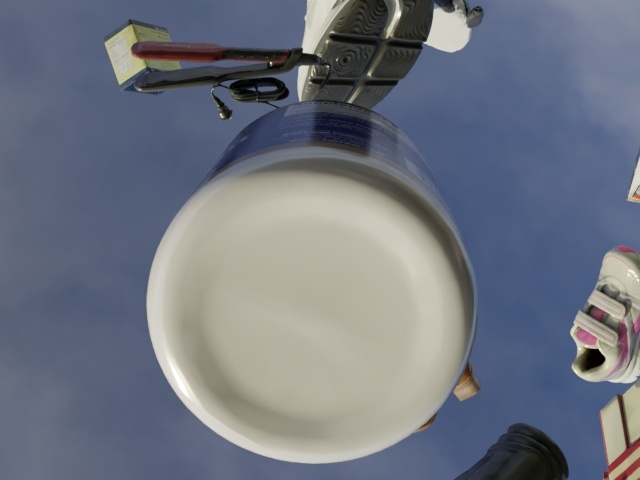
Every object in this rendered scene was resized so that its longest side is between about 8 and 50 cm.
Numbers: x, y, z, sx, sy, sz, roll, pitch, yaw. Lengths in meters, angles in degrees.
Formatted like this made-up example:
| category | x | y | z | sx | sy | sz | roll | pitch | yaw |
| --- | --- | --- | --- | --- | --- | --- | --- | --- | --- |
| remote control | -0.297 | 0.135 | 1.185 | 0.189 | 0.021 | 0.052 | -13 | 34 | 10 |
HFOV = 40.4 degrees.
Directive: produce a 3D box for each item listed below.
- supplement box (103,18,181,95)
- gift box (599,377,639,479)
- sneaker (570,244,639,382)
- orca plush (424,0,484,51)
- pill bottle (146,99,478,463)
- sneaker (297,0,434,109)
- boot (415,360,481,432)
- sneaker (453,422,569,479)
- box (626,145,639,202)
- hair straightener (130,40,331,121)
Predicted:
| category | x | y | z | sx | sy | sz | roll | pitch | yaw |
| --- | --- | --- | --- | --- | --- | --- | --- | --- | --- |
| supplement box | -0.251 | -0.260 | 1.242 | 0.083 | 0.056 | 0.083 | -6 | -107 | -61 |
| gift box | 0.460 | 0.275 | 0.960 | 0.255 | 0.258 | 0.276 | 20 | -135 | -5 |
| sneaker | 0.475 | 0.132 | 1.423 | 0.111 | 0.103 | 0.252 | -12 | -68 | -29 |
| orca plush | 0.171 | -0.406 | 1.443 | 0.287 | 0.151 | 0.102 | 7 | -108 | -47 |
| pill bottle | 0.000 | 0.000 | 0.509 | 0.153 | 0.265 | 0.153 | 1 | -74 | 2 |
| sneaker | 0.045 | -0.402 | 1.251 | 0.169 | 0.447 | 0.257 | -3 | -136 | -31 |
| boot | 0.167 | 0.246 | 1.516 | 0.197 | 0.073 | 0.152 | -34 | -56 | 9 |
| sneaker | 0.199 | 0.314 | 1.045 | 0.147 | 0.296 | 0.104 | -34 | -105 | -30 |
| box | 0.538 | -0.111 | 1.320 | 0.114 | 0.207 | 0.036 | 11 | -111 | 15 |
| hair straightener | -0.100 | -0.185 | 1.007 | 0.230 | 0.047 | 0.089 | -4 | -56 | -12 |
